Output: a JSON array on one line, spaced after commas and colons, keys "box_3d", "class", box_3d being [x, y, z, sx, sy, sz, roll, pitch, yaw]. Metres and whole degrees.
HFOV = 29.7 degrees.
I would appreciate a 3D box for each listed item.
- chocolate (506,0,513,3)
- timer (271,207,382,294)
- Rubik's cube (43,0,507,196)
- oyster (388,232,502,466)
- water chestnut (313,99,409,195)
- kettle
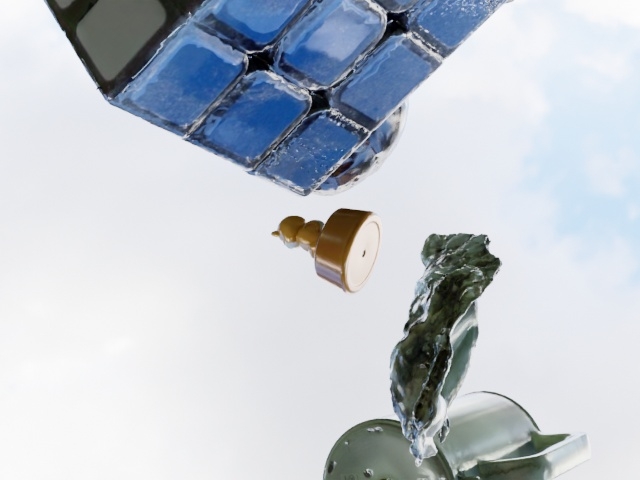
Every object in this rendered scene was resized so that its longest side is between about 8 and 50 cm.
[{"box_3d": [0.187, -0.529, 1.527, 0.162, 0.162, 0.445, -16, -104, -16], "class": "chocolate"}, {"box_3d": [0.000, 0.000, 1.842, 0.152, 0.132, 0.132, 17, -139, 23], "class": "timer"}, {"box_3d": [-0.059, -0.270, 1.098, 0.301, 0.305, 0.304, -44, -121, 15], "class": "Rubik's cube"}, {"box_3d": [0.115, 0.086, 1.104, 0.087, 0.199, 0.252, 6, -108, 11], "class": "oyster"}, {"box_3d": [0.010, -0.220, 1.972, 0.289, 0.289, 0.244, -2, -152, 1], "class": "water chestnut"}, {"box_3d": [0.190, 0.311, 1.682, 0.205, 0.265, 0.318, 53, -153, 21], "class": "kettle"}]
